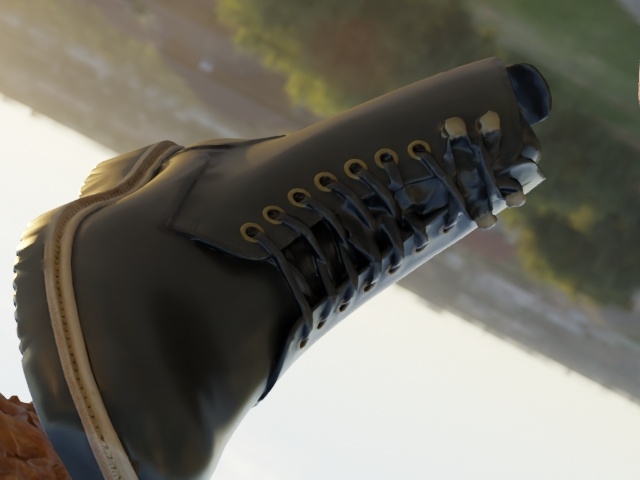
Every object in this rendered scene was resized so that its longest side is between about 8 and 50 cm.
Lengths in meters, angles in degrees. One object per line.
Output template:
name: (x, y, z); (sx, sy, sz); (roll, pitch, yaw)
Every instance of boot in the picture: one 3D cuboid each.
boot: (0.000, 0.000, 0.531); (0.198, 0.137, 0.077); (-88, -22, -65)

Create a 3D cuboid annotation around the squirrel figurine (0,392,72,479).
squirrel figurine: (-0.268, 0.229, 0.876); (0.397, 0.370, 0.281); (95, 155, -58)
